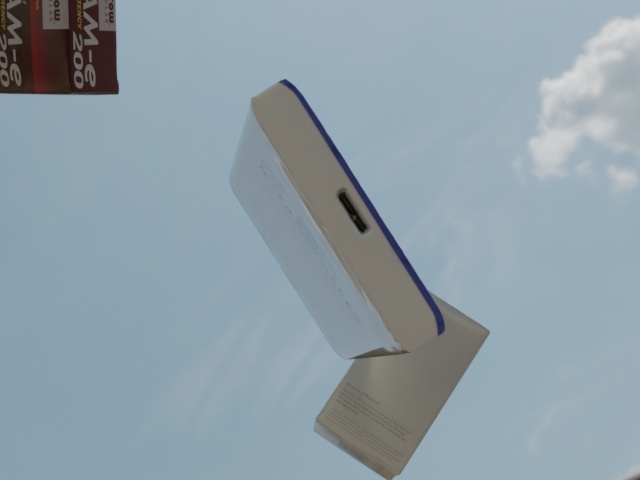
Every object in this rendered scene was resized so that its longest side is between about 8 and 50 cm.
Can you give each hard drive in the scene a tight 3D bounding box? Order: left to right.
[{"bbox_3d":[0.000,0.000,0.990,0.040,0.210,0.318,-32,-2,-9],"label":"hard drive"}]

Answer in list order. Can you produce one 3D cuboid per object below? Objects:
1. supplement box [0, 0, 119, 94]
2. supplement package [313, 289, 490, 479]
[{"bbox_3d":[-0.311,-0.209,1.184,0.239,0.130,0.073,5,10,31],"label":"supplement box"},{"bbox_3d":[0.084,0.149,1.271,0.179,0.105,0.105,-56,-7,-13],"label":"supplement package"}]
